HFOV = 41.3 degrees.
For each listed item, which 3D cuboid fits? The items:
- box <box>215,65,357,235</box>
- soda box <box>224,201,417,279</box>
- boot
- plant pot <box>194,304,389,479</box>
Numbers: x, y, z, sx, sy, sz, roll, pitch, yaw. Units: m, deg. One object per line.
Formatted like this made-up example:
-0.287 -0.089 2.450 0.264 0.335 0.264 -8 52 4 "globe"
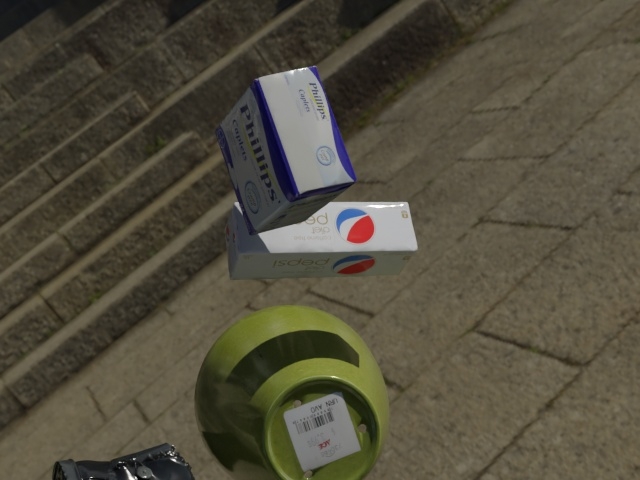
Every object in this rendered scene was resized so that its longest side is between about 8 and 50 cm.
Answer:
-0.040 -0.088 0.863 0.072 0.126 0.137 -15 -10 -28 "box"
0.000 0.000 1.005 0.216 0.069 0.074 -1 -27 -17 "soda box"
-0.277 0.411 1.296 0.207 0.094 0.246 -1 30 -33 "boot"
-0.023 0.224 1.092 0.275 0.275 0.293 -38 3 -8 "plant pot"
